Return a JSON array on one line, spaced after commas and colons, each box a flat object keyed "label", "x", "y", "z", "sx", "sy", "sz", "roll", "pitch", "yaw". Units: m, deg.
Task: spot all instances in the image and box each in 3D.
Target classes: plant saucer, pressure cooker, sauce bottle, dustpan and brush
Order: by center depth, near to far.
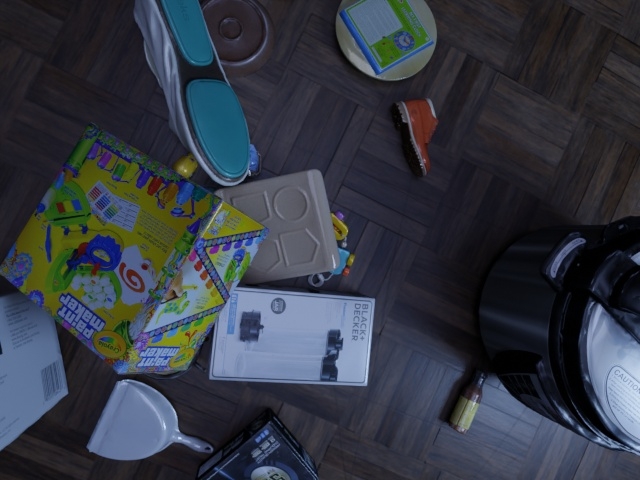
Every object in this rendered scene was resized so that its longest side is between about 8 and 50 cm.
[{"label": "pressure cooker", "x": 0.507, "y": 0.146, "z": 0.819, "sx": 0.370, "sy": 0.420, "sz": 0.376, "roll": -4, "pitch": 91, "yaw": -8}, {"label": "dustpan and brush", "x": -0.301, "y": 0.360, "z": 0.906, "sx": 0.211, "sy": 0.060, "sz": 0.147, "roll": 25, "pitch": 89, "yaw": 0}, {"label": "plant saucer", "x": -0.171, "y": -0.400, "z": 0.926, "sx": 0.168, "sy": 0.029, "sz": 0.168, "roll": 0, "pitch": 90, "yaw": -6}, {"label": "sauce bottle", "x": 0.303, "y": 0.326, "z": 0.983, "sx": 0.042, "sy": 0.042, "sz": 0.128, "roll": 27, "pitch": 88, "yaw": -7}]

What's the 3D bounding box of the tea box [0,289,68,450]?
[{"label": "tea box", "x": -0.622, "y": 0.218, "z": 0.721, "sx": 0.323, "sy": 0.329, "sz": 0.220, "roll": -10, "pitch": 92, "yaw": -6}]

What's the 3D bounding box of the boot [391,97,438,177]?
[{"label": "boot", "x": 0.204, "y": -0.207, "z": 0.962, "sx": 0.084, "sy": 0.059, "sz": 0.158, "roll": -15, "pitch": 91, "yaw": -12}]

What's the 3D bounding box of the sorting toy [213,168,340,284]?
[{"label": "sorting toy", "x": -0.081, "y": -0.022, "z": 0.912, "sx": 0.208, "sy": 0.038, "sz": 0.193, "roll": -11, "pitch": 101, "yaw": 6}]

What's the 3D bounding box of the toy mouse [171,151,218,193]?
[{"label": "toy mouse", "x": -0.209, "y": -0.117, "z": 0.920, "sx": 0.143, "sy": 0.031, "sz": 0.161, "roll": 38, "pitch": 86, "yaw": -6}]

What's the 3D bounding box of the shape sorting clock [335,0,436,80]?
[{"label": "shape sorting clock", "x": 0.130, "y": -0.415, "z": 0.957, "sx": 0.206, "sy": 0.040, "sz": 0.206, "roll": 0, "pitch": 87, "yaw": -5}]

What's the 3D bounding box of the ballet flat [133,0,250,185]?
[{"label": "ballet flat", "x": -0.237, "y": -0.277, "z": 0.875, "sx": 0.139, "sy": 0.139, "sz": 0.400, "roll": -19, "pitch": 90, "yaw": -7}]

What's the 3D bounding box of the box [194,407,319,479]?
[{"label": "box", "x": -0.120, "y": 0.438, "z": 0.912, "sx": 0.180, "sy": 0.077, "sz": 0.147, "roll": -38, "pitch": 95, "yaw": -6}]

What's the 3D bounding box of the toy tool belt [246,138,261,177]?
[{"label": "toy tool belt", "x": -0.139, "y": -0.161, "z": 0.919, "sx": 0.052, "sy": 0.051, "sz": 0.083, "roll": -7, "pitch": 91, "yaw": -7}]

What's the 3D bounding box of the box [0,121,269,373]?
[{"label": "box", "x": -0.294, "y": 0.015, "z": 0.782, "sx": 0.290, "sy": 0.177, "sz": 0.279, "roll": 30, "pitch": 87, "yaw": 21}]

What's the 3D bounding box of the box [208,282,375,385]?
[{"label": "box", "x": -0.053, "y": 0.171, "z": 0.897, "sx": 0.290, "sy": 0.087, "sz": 0.169, "roll": 8, "pitch": 87, "yaw": -14}]

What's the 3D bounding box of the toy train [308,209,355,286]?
[{"label": "toy train", "x": 0.000, "y": 0.000, "z": 0.945, "sx": 0.125, "sy": 0.046, "sz": 0.166, "roll": -17, "pitch": 100, "yaw": 12}]

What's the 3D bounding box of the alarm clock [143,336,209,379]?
[{"label": "alarm clock", "x": -0.303, "y": 0.185, "z": 0.894, "sx": 0.192, "sy": 0.064, "sz": 0.129, "roll": 5, "pitch": 90, "yaw": -10}]
